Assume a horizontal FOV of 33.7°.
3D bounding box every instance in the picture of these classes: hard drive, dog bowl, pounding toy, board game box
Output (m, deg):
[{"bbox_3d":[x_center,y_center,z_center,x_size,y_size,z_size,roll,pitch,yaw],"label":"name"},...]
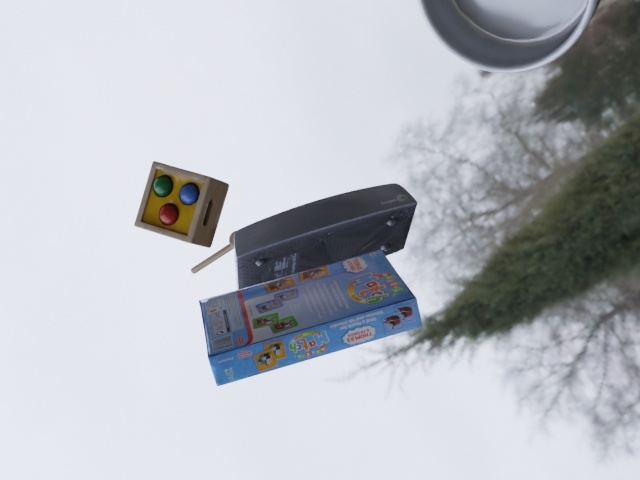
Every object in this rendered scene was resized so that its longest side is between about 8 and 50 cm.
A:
[{"bbox_3d":[0.000,0.000,1.460,0.172,0.254,0.054,96,155,-65],"label":"hard drive"},{"bbox_3d":[0.277,-0.384,1.534,0.265,0.265,0.104,51,-143,-7],"label":"dog bowl"},{"bbox_3d":[-0.231,-0.031,1.941,0.206,0.181,0.094,16,179,22],"label":"pounding toy"},{"bbox_3d":[-0.016,0.075,1.101,0.160,0.211,0.039,-119,13,-70],"label":"board game box"}]
